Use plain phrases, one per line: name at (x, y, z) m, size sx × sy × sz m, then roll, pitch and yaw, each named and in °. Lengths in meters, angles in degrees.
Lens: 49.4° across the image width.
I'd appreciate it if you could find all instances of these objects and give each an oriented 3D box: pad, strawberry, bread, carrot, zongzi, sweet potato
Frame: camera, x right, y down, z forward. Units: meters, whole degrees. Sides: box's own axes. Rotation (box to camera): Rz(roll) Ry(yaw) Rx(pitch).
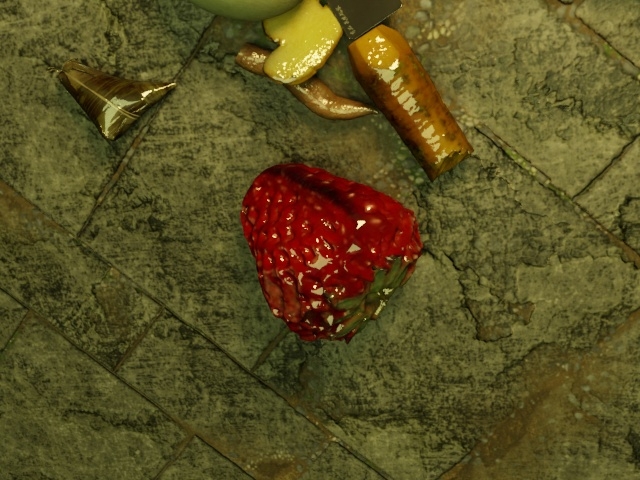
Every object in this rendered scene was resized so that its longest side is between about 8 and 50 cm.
pad at (0.062, -0.446, 1.230) m, size 0.112 × 0.003 × 0.157 m, roll -32°, pitch 82°, yaw 14°
strawberry at (0.000, 0.000, 1.338) m, size 0.345 × 0.295 × 0.317 m, roll 48°, pitch 137°, yaw 27°
bread at (-0.046, -0.363, 1.267) m, size 0.149 × 0.065 × 0.187 m, roll 31°, pitch 81°, yaw 6°
carrot at (0.164, -0.247, 1.263) m, size 0.114 × 0.114 × 0.301 m, roll -32°, pitch 102°, yaw 22°
zongzi at (-0.411, -0.321, 1.384) m, size 0.184 × 0.084 × 0.187 m, roll -39°, pitch 95°, yaw 8°
sweet potato at (-0.025, -0.289, 1.315) m, size 0.281 × 0.059 × 0.067 m, roll 31°, pitch 96°, yaw -2°

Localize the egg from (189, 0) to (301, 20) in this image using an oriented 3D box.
egg at (-0.143, -0.487, 1.179) m, size 0.296 × 0.218 × 0.218 m, roll 9°, pitch 113°, yaw 21°
